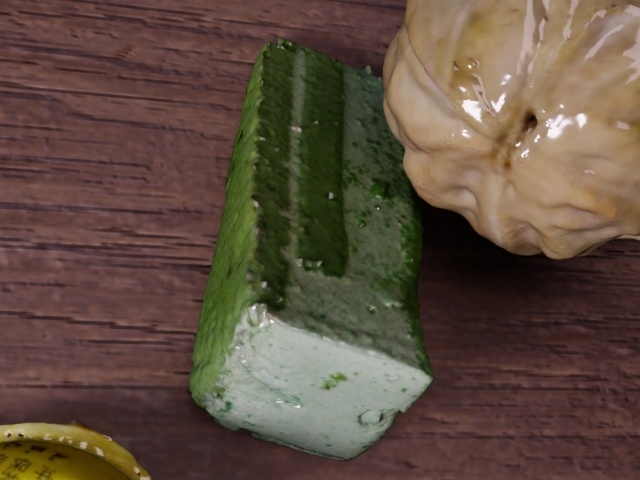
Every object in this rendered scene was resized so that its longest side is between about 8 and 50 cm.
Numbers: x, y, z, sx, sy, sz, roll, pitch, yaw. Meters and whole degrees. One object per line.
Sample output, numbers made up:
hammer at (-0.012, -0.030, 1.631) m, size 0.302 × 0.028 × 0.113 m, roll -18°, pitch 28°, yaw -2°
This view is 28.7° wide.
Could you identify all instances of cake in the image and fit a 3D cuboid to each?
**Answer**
cake at (0.007, -0.020, 0.641) m, size 0.100 × 0.099 × 0.235 m, roll 18°, pitch 61°, yaw -15°

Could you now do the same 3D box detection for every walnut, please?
walnut at (0.138, -0.088, 0.666) m, size 0.198 × 0.198 × 0.245 m, roll 47°, pitch 29°, yaw 4°

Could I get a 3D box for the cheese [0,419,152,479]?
cheese at (-0.161, 0.130, 0.527) m, size 0.250 × 0.064 × 0.156 m, roll 28°, pitch 58°, yaw 4°
